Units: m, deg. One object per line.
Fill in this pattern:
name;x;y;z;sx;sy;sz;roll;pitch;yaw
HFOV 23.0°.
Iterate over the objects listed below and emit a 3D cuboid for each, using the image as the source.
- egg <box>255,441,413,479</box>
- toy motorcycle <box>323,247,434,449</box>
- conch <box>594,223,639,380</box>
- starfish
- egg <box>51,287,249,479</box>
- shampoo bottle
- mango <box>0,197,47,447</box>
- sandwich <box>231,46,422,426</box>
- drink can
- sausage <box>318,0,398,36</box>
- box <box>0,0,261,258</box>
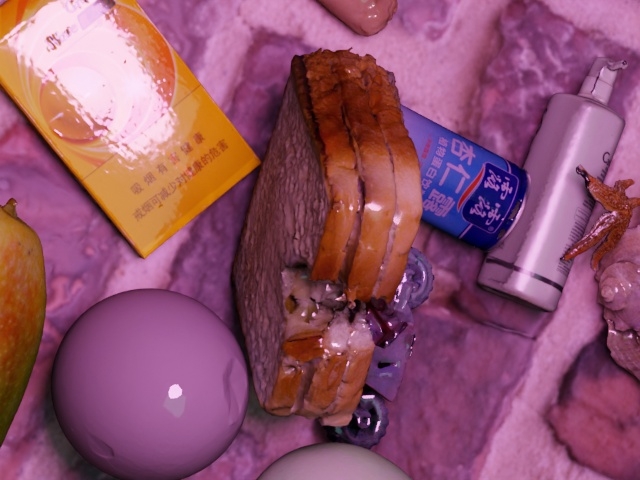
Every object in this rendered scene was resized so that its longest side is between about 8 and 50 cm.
egg;0.024;0.323;1.479;0.220;0.220;0.270;-18;97;-15
toy motorcycle;0.034;0.096;1.547;0.122;0.082;0.213;25;77;-26
conch;0.389;0.067;1.638;0.245;0.163;0.178;-3;127;-33
starfish;0.282;-0.029;1.551;0.133;0.041;0.130;-58;144;-19
egg;-0.151;0.131;1.414;0.176;0.232;0.176;0;90;-20
shampoo bottle;0.244;-0.061;1.596;0.085;0.085;0.262;23;86;-16
mango;-0.377;0.125;1.369;0.225;0.201;0.382;20;98;-38
sandwich;0.002;0.000;1.389;0.095;0.249;0.273;8;124;-15
drink can;0.084;-0.079;1.543;0.235;0.097;0.097;26;85;-17
sausage;-0.041;-0.313;1.514;0.301;0.066;0.066;46;80;-11
box;-0.195;-0.132;1.486;0.152;0.043;0.269;-41;104;-11
